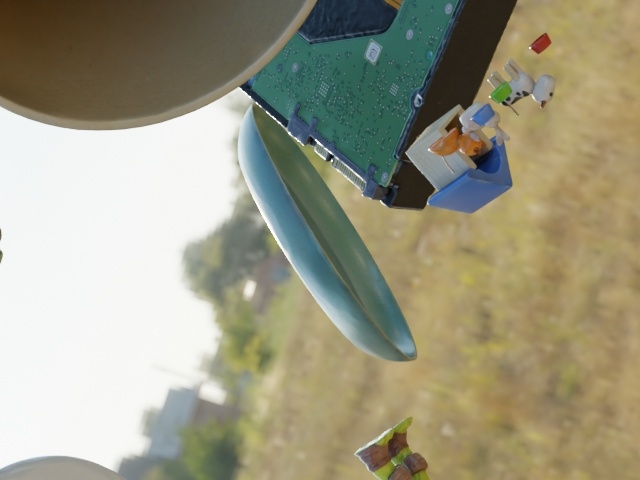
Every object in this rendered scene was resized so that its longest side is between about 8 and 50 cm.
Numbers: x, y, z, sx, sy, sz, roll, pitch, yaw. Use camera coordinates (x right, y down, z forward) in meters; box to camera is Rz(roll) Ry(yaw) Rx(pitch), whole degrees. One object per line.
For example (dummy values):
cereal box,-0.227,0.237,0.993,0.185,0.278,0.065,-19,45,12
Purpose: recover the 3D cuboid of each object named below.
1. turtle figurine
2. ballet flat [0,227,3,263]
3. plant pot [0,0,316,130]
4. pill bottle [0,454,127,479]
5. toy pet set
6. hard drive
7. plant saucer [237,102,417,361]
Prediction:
turtle figurine,0.143,0.332,2.285,0.087,0.217,0.269,-40,-9,38
ballet flat,-0.331,0.055,1.454,0.348,0.123,0.123,122,167,-57
plant pot,-0.152,-0.238,1.074,0.274,0.256,0.256,52,129,53
pill bottle,-0.269,0.327,1.669,0.361,0.204,0.204,133,157,-65
toy pet set,0.113,-0.062,1.203,0.114,0.065,0.122,-36,8,42
hard drive,0.067,-0.225,1.508,0.237,0.064,0.339,42,117,44
plant saucer,0.000,0.000,1.906,0.043,0.318,0.317,-33,8,7
